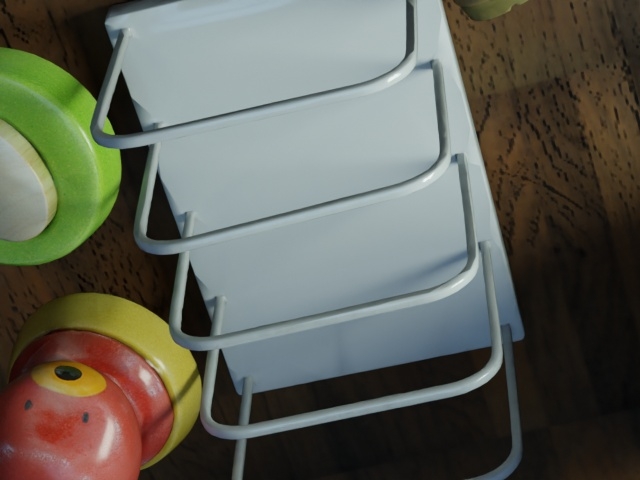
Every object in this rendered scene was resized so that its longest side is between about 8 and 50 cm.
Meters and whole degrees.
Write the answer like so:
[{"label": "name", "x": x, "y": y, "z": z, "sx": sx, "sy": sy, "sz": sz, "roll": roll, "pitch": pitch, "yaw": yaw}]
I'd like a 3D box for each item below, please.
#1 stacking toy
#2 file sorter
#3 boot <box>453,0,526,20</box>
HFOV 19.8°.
[{"label": "stacking toy", "x": -0.242, "y": 0.042, "z": 1.051, "sx": 0.309, "sy": 0.130, "sz": 0.279, "roll": 2, "pitch": 120, "yaw": 14}, {"label": "file sorter", "x": 0.000, "y": 0.000, "z": 1.057, "sx": 0.193, "sy": 0.173, "sz": 0.277, "roll": -12, "pitch": 119, "yaw": 9}, {"label": "boot", "x": 0.071, "y": -0.281, "z": 0.941, "sx": 0.269, "sy": 0.089, "sz": 0.236, "roll": 39, "pitch": 102, "yaw": -20}]
